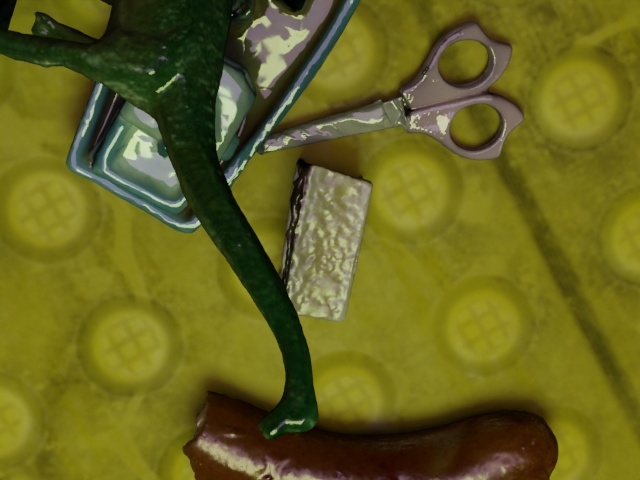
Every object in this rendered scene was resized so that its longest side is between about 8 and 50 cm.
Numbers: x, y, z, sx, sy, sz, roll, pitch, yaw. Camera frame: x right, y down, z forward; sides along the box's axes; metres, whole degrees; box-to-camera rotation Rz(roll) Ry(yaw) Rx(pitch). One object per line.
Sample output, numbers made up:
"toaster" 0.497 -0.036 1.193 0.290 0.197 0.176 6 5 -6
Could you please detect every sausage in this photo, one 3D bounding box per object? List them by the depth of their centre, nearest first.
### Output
"sausage" 0.039 0.179 1.177 0.302 0.076 0.103 5 103 -5

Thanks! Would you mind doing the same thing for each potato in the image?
"potato" 0.000 0.002 1.131 0.061 0.086 0.122 9 96 -4

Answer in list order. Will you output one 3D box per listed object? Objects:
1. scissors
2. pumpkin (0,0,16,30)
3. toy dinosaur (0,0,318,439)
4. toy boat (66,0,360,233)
"scissors" 0.052 -0.098 1.142 0.212 0.021 0.110 -14 107 -1
"pumpkin" -0.341 -0.220 0.980 0.315 0.238 0.315 8 118 15
"toy dinosaur" -0.055 -0.126 0.935 0.300 0.087 0.447 20 74 18
"toy boat" -0.058 -0.165 1.062 0.145 0.133 0.332 30 99 -9
